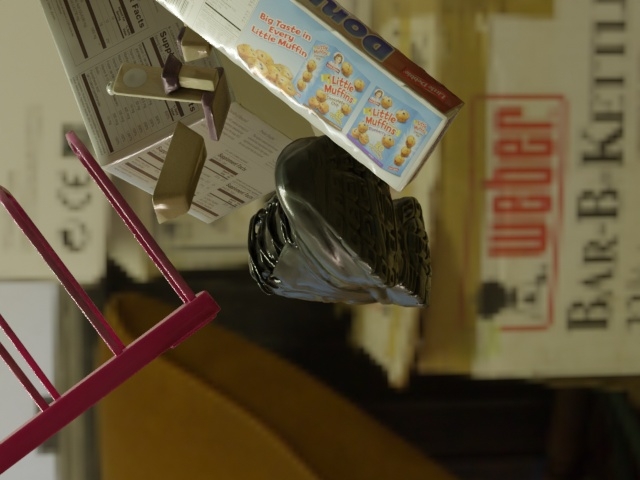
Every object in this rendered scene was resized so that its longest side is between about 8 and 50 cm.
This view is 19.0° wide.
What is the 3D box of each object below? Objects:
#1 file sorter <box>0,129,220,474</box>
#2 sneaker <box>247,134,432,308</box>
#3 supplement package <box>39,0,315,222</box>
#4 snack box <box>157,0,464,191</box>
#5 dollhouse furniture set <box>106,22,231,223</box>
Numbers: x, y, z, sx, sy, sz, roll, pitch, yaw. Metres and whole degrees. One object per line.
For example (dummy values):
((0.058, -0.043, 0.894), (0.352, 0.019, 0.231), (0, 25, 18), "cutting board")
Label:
((-0.249, 0.070, 1.479), (0.182, 0.291, 0.202), (53, 175, -2), "file sorter")
((0.000, 0.000, 1.411), (0.286, 0.130, 0.109), (51, -146, -68), "sneaker")
((-0.131, -0.159, 1.859), (0.204, 0.145, 0.262), (68, -168, 17), "supplement package")
((-0.010, -0.103, 1.024), (0.022, 0.178, 0.064), (-45, -9, -45), "snack box")
((-0.117, -0.080, 1.266), (0.091, 0.081, 0.114), (80, -159, -56), "dollhouse furniture set")
